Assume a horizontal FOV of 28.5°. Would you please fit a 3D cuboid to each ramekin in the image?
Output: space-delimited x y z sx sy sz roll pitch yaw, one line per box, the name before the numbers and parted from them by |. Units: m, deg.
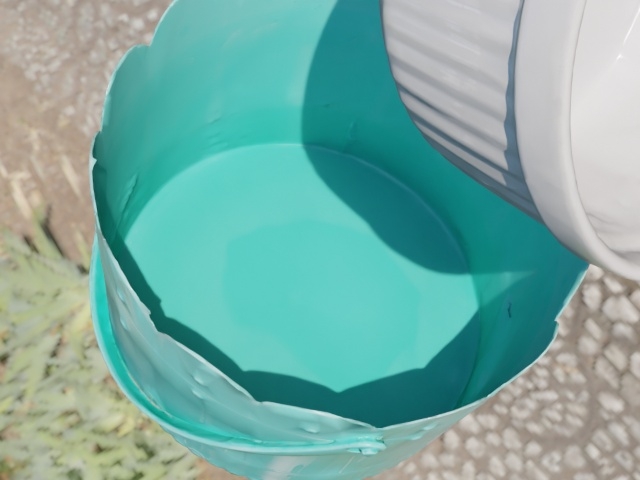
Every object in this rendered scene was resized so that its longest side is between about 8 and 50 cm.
ramekin | 0.118 -0.099 0.476 0.109 0.207 0.207 30 136 42

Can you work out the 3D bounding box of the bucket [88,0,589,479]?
bucket | 0.000 0.000 0.710 0.281 0.281 0.183 48 154 14
